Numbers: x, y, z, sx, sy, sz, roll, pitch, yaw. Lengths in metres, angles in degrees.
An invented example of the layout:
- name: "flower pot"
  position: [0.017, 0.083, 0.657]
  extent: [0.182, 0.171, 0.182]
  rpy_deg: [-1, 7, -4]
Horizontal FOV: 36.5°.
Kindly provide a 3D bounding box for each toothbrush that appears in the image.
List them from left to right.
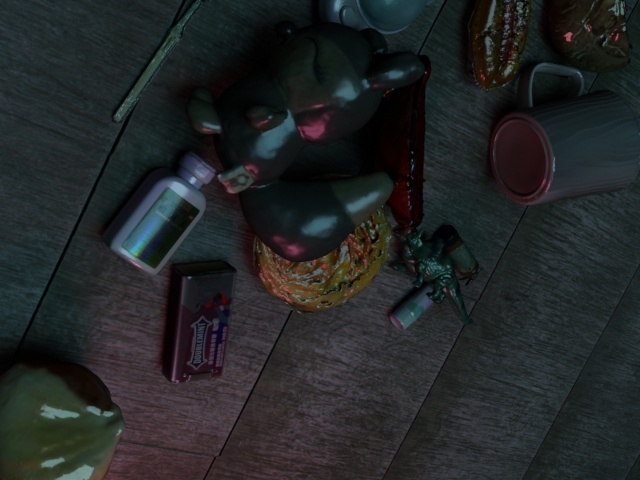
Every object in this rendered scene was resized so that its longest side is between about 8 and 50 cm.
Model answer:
- name: "toothbrush"
  position: [-0.255, -0.314, 1.596]
  extent: [0.026, 0.028, 0.294]
  rpy_deg: [34, 96, -39]

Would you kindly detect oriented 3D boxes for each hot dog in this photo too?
- name: "hot dog"
  position: [0.355, -0.430, 1.929]
  extent: [0.144, 0.075, 0.267]
  rpy_deg: [-12, 121, -33]

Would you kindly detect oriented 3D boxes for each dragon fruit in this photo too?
- name: "dragon fruit"
  position: [0.151, -0.178, 1.819]
  extent: [0.100, 0.282, 0.343]
  rpy_deg: [3, 98, 6]

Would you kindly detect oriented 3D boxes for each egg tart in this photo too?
- name: "egg tart"
  position: [0.000, 0.000, 1.867]
  extent: [0.297, 0.132, 0.297]
  rpy_deg: [-7, 117, -15]

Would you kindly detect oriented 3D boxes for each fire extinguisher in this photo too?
- name: "fire extinguisher"
  position: [0.308, 0.037, 2.143]
  extent: [0.062, 0.050, 0.177]
  rpy_deg: [-30, 130, 11]

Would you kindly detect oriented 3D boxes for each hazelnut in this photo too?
- name: "hazelnut"
  position: [-0.440, 0.321, 1.627]
  extent: [0.241, 0.261, 0.261]
  rpy_deg: [-6, 120, 2]

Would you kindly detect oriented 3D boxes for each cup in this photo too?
- name: "cup"
  position: [0.527, -0.224, 2.064]
  extent: [0.273, 0.208, 0.288]
  rpy_deg: [-13, 120, -28]

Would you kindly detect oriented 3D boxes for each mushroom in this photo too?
- name: "mushroom"
  position: [0.545, -0.468, 2.021]
  extent: [0.151, 0.156, 0.285]
  rpy_deg: [-19, 119, 3]

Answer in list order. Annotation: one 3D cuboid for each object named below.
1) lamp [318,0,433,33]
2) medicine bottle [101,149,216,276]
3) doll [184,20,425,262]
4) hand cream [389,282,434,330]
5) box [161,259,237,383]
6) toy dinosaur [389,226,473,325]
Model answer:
- name: "lamp"
  position: [0.109, -0.447, 1.728]
  extent: [0.246, 0.108, 0.179]
  rpy_deg: [-35, 123, -15]
- name: "medicine bottle"
  position: [-0.269, -0.053, 1.676]
  extent: [0.219, 0.078, 0.115]
  rpy_deg: [-52, 129, -1]
- name: "doll"
  position: [-0.002, -0.192, 1.665]
  extent: [0.382, 0.252, 0.378]
  rpy_deg: [-25, 129, 1]
- name: "hand cream"
  position: [0.228, 0.127, 2.136]
  extent: [0.174, 0.047, 0.076]
  rpy_deg: [-40, 146, -19]
- name: "box"
  position: [-0.227, 0.151, 1.813]
  extent: [0.120, 0.069, 0.224]
  rpy_deg: [-6, 115, -32]
- name: "toy dinosaur"
  position: [0.240, 0.089, 2.071]
  extent: [0.120, 0.079, 0.292]
  rpy_deg: [-33, 108, -18]
